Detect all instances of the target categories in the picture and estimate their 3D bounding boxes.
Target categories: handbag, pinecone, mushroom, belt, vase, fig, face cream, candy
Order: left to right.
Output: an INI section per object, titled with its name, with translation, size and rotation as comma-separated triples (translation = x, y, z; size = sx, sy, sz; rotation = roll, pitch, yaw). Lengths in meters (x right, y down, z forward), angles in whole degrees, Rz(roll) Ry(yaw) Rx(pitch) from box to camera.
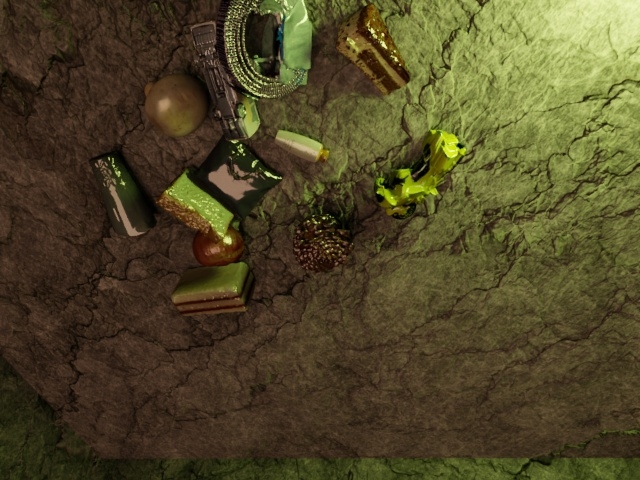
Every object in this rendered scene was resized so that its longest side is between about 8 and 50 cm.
[vase]
translation = -0.760, -0.178, 1.704
size = 0.251, 0.156, 0.300
rotation = 8, 124, 40
[mushroom]
translation = -0.456, -0.433, 1.438
size = 0.207, 0.209, 0.206
rotation = -11, 124, -16
[candy]
translation = -0.437, 0.199, 1.855
size = 0.321, 0.179, 0.135
rotation = -6, 124, 18
[fig]
translation = -0.390, 0.006, 1.717
size = 0.205, 0.205, 0.205
rotation = 6, 125, 9
[handbag]
translation = -0.289, -0.223, 1.565
size = 0.254, 0.088, 0.211
rotation = 43, 103, -14
[belt]
translation = -0.152, -0.558, 1.244
size = 0.260, 0.122, 0.324
rotation = -8, 118, -24
[face cream]
translation = -0.060, -0.308, 1.490
size = 0.182, 0.051, 0.072
rotation = 22, 122, -4
[pinecone]
translation = 0.000, 0.000, 1.602
size = 0.222, 0.221, 0.221
rotation = 6, 125, 9

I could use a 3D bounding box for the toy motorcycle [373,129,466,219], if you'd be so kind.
[toy motorcycle]
translation = 0.296, -0.201, 1.430
size = 0.206, 0.142, 0.342
rotation = 5, 136, -39

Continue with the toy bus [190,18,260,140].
[toy bus]
translation = -0.284, -0.482, 1.368
size = 0.097, 0.138, 0.342
rotation = -2, 122, 21

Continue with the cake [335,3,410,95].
[cake]
translation = 0.158, -0.544, 1.283
size = 0.112, 0.135, 0.246
rotation = -19, 148, 38

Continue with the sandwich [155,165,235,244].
[sandwich]
translation = -0.415, -0.131, 1.590
size = 0.251, 0.226, 0.087
rotation = 39, 121, -16
